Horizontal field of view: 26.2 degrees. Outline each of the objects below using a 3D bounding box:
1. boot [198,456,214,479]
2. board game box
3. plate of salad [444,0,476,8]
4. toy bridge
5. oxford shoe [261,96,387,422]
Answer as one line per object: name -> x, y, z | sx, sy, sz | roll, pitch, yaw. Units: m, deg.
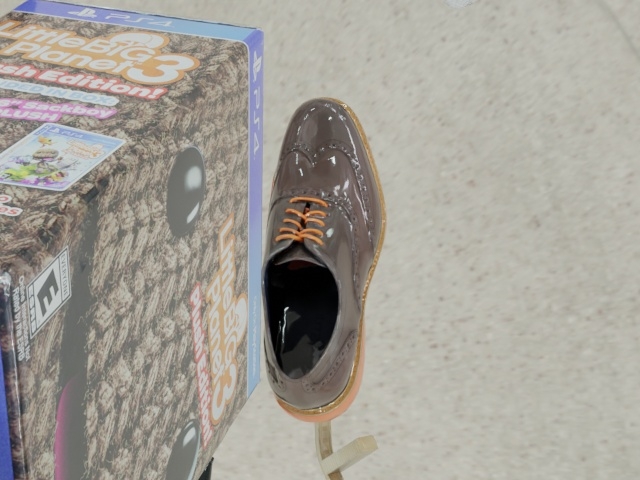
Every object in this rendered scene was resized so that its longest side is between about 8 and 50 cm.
boot -> -0.116, 0.256, 1.321 | 0.045, 0.121, 0.099 | 18, 72, -47
board game box -> -0.140, 0.039, 0.682 | 0.141, 0.291, 0.232 | 9, 120, 14
plate of salad -> 0.191, -0.343, 1.500 | 0.048, 0.200, 0.200 | 18, 78, -20
toy bridge -> 0.026, 0.207, 1.325 | 0.026, 0.063, 0.188 | -3, 62, -45
oxford shoe -> 0.000, 0.000, 1.082 | 0.096, 0.098, 0.271 | -4, 69, 9
